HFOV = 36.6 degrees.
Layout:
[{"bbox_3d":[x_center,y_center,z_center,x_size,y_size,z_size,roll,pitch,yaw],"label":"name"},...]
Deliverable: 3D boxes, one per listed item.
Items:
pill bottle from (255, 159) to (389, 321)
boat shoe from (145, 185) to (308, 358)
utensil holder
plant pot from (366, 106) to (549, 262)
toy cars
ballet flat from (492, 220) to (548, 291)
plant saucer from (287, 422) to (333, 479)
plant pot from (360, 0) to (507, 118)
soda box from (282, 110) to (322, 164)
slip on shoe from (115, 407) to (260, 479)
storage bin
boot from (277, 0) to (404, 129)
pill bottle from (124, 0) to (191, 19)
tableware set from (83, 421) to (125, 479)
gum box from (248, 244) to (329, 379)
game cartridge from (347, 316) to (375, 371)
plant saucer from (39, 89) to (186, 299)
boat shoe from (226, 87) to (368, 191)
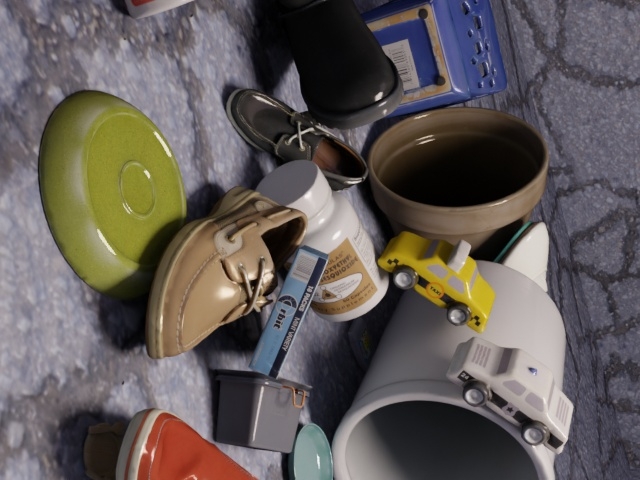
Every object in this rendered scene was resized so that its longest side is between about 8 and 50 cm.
[{"bbox_3d":[0.000,0.000,1.406,0.229,0.131,0.131,59,32,-36],"label":"pill bottle"},{"bbox_3d":[-0.105,0.031,1.158,0.341,0.110,0.121,-59,159,-56],"label":"boat shoe"},{"bbox_3d":[0.222,0.256,1.550,0.327,0.328,0.385,68,26,-23],"label":"utensil holder"},{"bbox_3d":[0.257,-0.050,1.815,0.323,0.323,0.280,-70,159,-47],"label":"plant pot"},{"bbox_3d":[0.228,0.118,1.357,0.177,0.087,0.393,2,44,-38],"label":"toy cars"},{"bbox_3d":[0.320,0.137,1.744,0.139,0.400,0.139,21,36,-16],"label":"ballet flat"},{"bbox_3d":[-0.018,0.320,1.372,0.119,0.021,0.119,36,49,-56],"label":"plant saucer"},{"bbox_3d":[0.198,-0.359,1.853,0.212,0.236,0.235,-31,108,-56],"label":"plant pot"},{"bbox_3d":[-0.019,-0.113,1.492,0.053,0.060,0.168,-25,103,-60],"label":"soda box"},{"bbox_3d":[-0.117,0.278,1.054,0.331,0.101,0.123,59,35,-47],"label":"slip on shoe"},{"bbox_3d":[-0.072,0.220,1.228,0.135,0.098,0.091,29,65,-58],"label":"storage bin"},{"bbox_3d":[-0.047,-0.413,1.372,0.445,0.146,0.367,64,1,-36],"label":"boot"},{"bbox_3d":[-0.208,-0.370,1.144,0.108,0.108,0.193,-51,126,-58],"label":"pill bottle"},{"bbox_3d":[-0.204,0.275,1.006,0.141,0.020,0.168,41,46,-53],"label":"tableware set"},{"bbox_3d":[-0.037,0.085,1.235,0.184,0.041,0.156,-38,152,-88],"label":"gum box"},{"bbox_3d":[0.070,0.176,1.618,0.083,0.017,0.056,67,32,-24],"label":"game cartridge"},{"bbox_3d":[-0.218,-0.055,1.086,0.241,0.037,0.240,37,48,-55],"label":"plant saucer"},{"bbox_3d":[-0.030,-0.149,1.395,0.233,0.079,0.084,34,71,-28],"label":"boat shoe"}]
